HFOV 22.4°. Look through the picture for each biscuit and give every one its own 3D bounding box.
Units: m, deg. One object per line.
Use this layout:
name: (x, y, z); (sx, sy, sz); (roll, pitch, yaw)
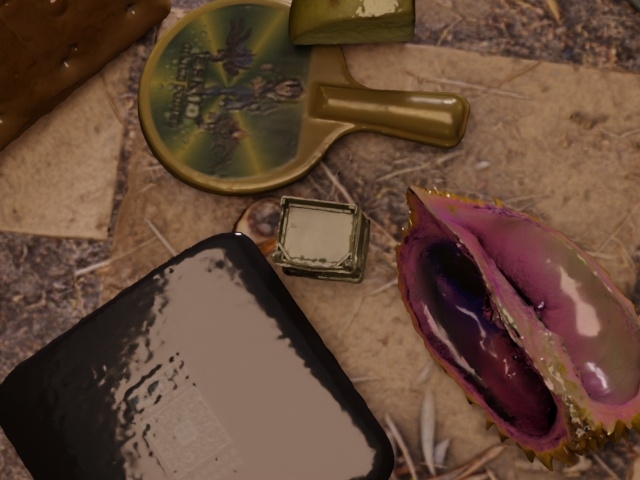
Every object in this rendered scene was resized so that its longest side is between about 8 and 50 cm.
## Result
biscuit: (-0.307, -0.187, 1.496); (0.325, 0.217, 0.044); (-39, 43, -4)

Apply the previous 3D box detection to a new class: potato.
potato: (0.026, -0.259, 1.500); (0.120, 0.081, 0.149); (-3, 69, 2)

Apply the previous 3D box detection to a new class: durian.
durian: (0.189, 0.073, 1.419); (0.186, 0.154, 0.261); (-16, 72, -17)

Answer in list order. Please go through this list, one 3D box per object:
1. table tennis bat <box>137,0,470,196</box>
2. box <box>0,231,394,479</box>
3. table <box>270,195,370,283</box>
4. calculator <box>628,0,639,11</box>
table tennis bat: (-0.019, -0.130, 1.525); (0.320, 0.050, 0.199); (8, 76, 13)
box: (-0.115, 0.173, 1.475); (0.290, 0.073, 0.289); (-35, 78, 2)
table: (0.000, 0.000, 1.478); (0.079, 0.083, 0.062); (6, 81, 9)
calculator: (0.376, -0.262, 1.483); (0.298, 0.041, 0.185); (36, 88, 10)
